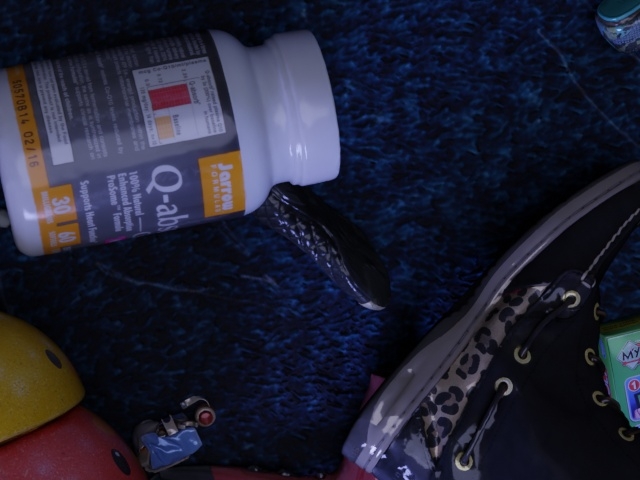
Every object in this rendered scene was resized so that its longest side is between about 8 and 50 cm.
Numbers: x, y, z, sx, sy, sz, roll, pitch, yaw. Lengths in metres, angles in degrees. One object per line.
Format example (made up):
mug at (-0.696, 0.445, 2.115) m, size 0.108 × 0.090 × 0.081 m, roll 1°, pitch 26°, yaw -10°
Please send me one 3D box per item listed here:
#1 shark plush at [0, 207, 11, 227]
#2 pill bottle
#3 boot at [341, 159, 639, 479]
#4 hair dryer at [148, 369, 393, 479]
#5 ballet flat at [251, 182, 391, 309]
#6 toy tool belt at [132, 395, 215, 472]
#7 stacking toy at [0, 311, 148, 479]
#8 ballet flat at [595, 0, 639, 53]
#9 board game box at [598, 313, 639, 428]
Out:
shark plush at (-0.341, -0.019, 1.529) m, size 0.161 × 0.073 × 0.067 m, roll 38°, pitch 124°, yaw -22°
pill bottle at (-0.133, -0.089, 1.496) m, size 0.278 × 0.162 × 0.162 m, roll -11°, pitch 104°, yaw -8°
boot at (0.238, 0.138, 1.554) m, size 0.284 × 0.138 × 0.377 m, roll 43°, pitch 73°, yaw 12°
hair dryer at (-0.012, 0.237, 1.634) m, size 0.293 × 0.080 × 0.223 m, roll -46°, pitch 106°, yaw 1°
ballet flat at (0.000, 0.000, 1.608) m, size 0.173 × 0.057 × 0.049 m, roll 45°, pitch 132°, yaw -15°
toy tool belt at (-0.130, 0.179, 1.612) m, size 0.083 × 0.051 × 0.052 m, roll -27°, pitch 106°, yaw -5°
stacking toy at (-0.285, 0.178, 1.452) m, size 0.350 × 0.350 × 0.480 m, roll -18°, pitch 98°, yaw -7°
ballet flat at (0.332, -0.236, 1.613) m, size 0.188 × 0.070 × 0.070 m, roll -34°, pitch 106°, yaw 0°
board game box at (0.433, 0.148, 1.718) m, size 0.317 × 0.046 × 0.213 m, roll -13°, pitch 104°, yaw -8°
